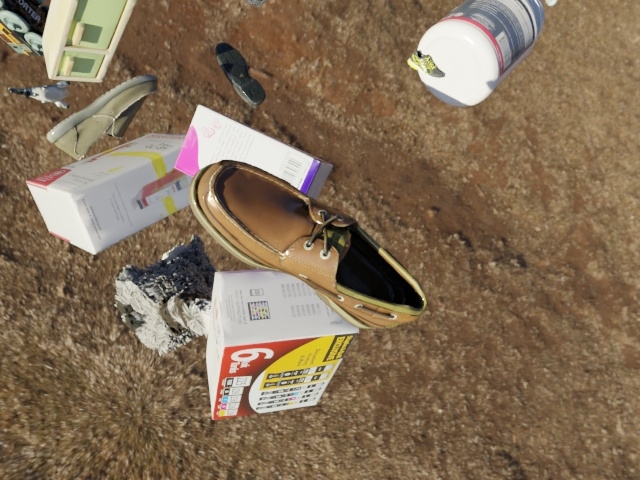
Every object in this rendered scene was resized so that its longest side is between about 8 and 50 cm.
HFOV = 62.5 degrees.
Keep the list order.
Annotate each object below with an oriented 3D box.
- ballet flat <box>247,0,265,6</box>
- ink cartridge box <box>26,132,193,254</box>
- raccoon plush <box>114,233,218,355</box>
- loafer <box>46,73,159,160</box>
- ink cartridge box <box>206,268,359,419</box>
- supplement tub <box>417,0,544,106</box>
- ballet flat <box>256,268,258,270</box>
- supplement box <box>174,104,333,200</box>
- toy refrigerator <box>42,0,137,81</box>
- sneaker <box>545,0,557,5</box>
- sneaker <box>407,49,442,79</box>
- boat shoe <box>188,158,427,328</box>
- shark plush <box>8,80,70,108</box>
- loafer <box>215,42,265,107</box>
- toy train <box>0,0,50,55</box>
[{"bbox_3d":[-0.089,-0.630,1.179,0.091,0.077,0.241,31,83,-23],"label":"ballet flat"},{"bbox_3d":[-0.499,-0.144,1.371,0.384,0.279,0.161,-34,123,-37],"label":"ink cartridge box"},{"bbox_3d":[-0.281,0.133,1.304,0.299,0.446,0.216,-37,130,-44],"label":"raccoon plush"},{"bbox_3d":[-0.431,-0.254,1.088,0.251,0.094,0.087,-39,115,-13],"label":"loafer"},{"bbox_3d":[-0.049,0.178,0.907,0.271,0.310,0.130,-3,55,-17],"label":"ink cartridge box"},{"bbox_3d":[0.358,-0.441,1.173,0.191,0.191,0.272,46,62,0],"label":"supplement tub"},{"bbox_3d":[-0.110,0.127,1.232,0.086,0.086,0.249,-9,93,-22],"label":"ballet flat"},{"bbox_3d":[-0.107,-0.123,0.869,0.220,0.114,0.111,27,100,9],"label":"supplement box"},{"bbox_3d":[-0.420,-0.392,0.950,0.102,0.269,0.094,-8,78,-38],"label":"toy refrigerator"},{"bbox_3d":[0.261,-0.336,0.654,0.069,0.098,0.038,-1,44,22],"label":"sneaker"},{"bbox_3d":[0.224,-0.372,1.120,0.083,0.035,0.031,34,48,11],"label":"sneaker"},{"bbox_3d":[0.000,0.000,0.606,0.307,0.104,0.111,33,66,-25],"label":"boat shoe"},{"bbox_3d":[-0.744,-0.388,1.411,0.067,0.073,0.161,25,36,30],"label":"shark plush"},{"bbox_3d":[-0.197,-0.389,1.259,0.062,0.061,0.170,-33,92,-19],"label":"loafer"},{"bbox_3d":[-0.858,-0.638,1.444,0.190,0.334,0.142,9,73,19],"label":"toy train"}]
